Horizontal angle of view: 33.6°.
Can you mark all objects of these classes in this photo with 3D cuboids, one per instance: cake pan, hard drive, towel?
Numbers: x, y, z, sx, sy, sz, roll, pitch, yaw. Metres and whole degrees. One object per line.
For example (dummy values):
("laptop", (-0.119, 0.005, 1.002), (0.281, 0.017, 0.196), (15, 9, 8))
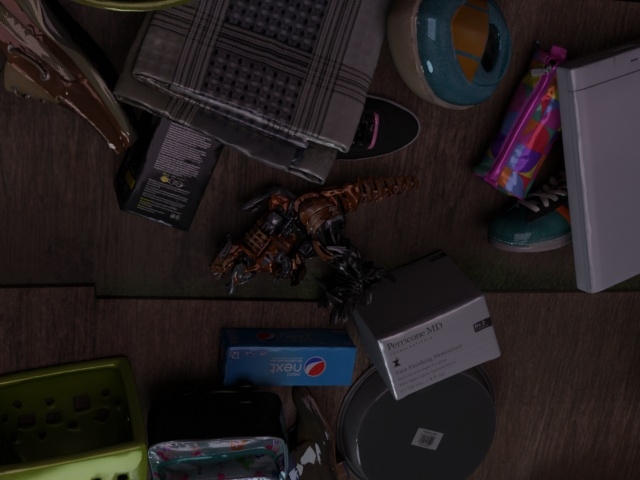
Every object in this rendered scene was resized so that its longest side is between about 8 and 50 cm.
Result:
("cake pan", (0.174, 0.320, 1.808), (0.293, 0.054, 0.293), (-6, 113, -14))
("hard drive", (0.474, -0.120, 1.620), (0.233, 0.047, 0.353), (-20, 113, -24))
("towel", (-0.074, -0.268, 1.402), (0.312, 0.056, 0.324), (22, 76, -11))

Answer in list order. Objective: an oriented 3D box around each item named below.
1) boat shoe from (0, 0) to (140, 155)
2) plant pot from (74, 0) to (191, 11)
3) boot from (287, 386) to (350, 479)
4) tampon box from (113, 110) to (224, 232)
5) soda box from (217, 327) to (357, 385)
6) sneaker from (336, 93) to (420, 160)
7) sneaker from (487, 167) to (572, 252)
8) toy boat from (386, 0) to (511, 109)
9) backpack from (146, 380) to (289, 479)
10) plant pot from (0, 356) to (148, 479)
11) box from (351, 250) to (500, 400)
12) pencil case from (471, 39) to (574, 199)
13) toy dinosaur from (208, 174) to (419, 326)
("boat shoe", (-0.368, -0.245, 1.402), (0.120, 0.122, 0.324), (-34, 108, 6))
("plant pot", (-0.230, -0.475, 1.207), (0.366, 0.353, 0.367), (-5, 112, -13))
("boot", (-0.031, 0.333, 1.741), (0.106, 0.082, 0.219), (-25, 118, -8))
("tampon box", (-0.211, -0.117, 1.486), (0.101, 0.120, 0.161), (19, 105, -22))
("soda box", (-0.054, 0.185, 1.682), (0.210, 0.067, 0.071), (2, 111, -16))
("sneaker", (0.022, -0.152, 1.524), (0.295, 0.147, 0.105), (2, 109, -18))
("sneaker", (0.397, -0.072, 1.689), (0.302, 0.108, 0.121), (-17, 114, -17))
("toy boat", (0.204, -0.341, 1.464), (0.267, 0.148, 0.318), (2, 97, -58))
("backpack", (-0.155, 0.363, 1.649), (0.225, 0.191, 0.254), (-3, 139, -6))
("plant pot", (-0.371, 0.331, 1.573), (0.228, 0.227, 0.207), (-9, 120, -13))
("box", (0.156, 0.128, 1.654), (0.181, 0.182, 0.119), (-23, 116, -6))
("pencil case", (0.322, -0.182, 1.623), (0.104, 0.104, 0.236), (19, 105, -22))
("toy dinosaur", (0.000, 0.000, 1.586), (0.322, 0.164, 0.218), (-26, 101, 19))
